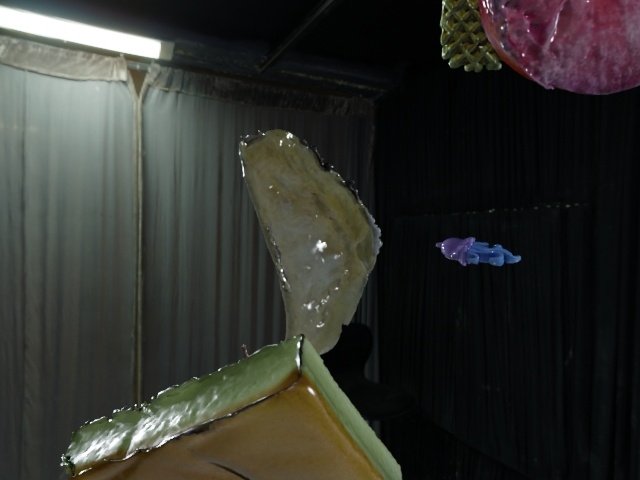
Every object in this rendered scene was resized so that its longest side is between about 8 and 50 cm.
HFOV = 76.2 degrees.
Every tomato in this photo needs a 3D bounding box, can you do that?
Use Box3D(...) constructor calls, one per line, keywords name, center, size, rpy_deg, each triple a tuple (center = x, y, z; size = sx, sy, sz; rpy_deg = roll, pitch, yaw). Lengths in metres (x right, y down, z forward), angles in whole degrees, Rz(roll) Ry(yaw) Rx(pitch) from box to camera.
Box3D(name="tomato", center=(0.386, -0.376, 0.623), size=(0.336, 0.289, 0.176), rpy_deg=(5, 19, 2))

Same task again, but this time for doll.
Box3D(name="doll", center=(0.389, 0.029, 1.024), size=(0.206, 0.067, 0.110), rpy_deg=(13, 28, 37))

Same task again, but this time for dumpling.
Box3D(name="dumpling", center=(-0.004, 0.000, 0.591), size=(0.166, 0.331, 0.086), rpy_deg=(-13, 14, -9))

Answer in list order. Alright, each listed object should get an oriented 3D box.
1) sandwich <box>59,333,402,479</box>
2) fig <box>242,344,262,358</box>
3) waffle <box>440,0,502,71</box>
Box3D(name="sandwich", center=(-0.066, 0.212, 0.351), size=(0.245, 0.212, 0.063), rpy_deg=(-26, 22, 17))
Box3D(name="fig", center=(-0.179, 0.401, 1.316), size=(0.129, 0.128, 0.150), rpy_deg=(1, -37, 27))
Box3D(name="waffle", center=(0.330, -0.435, 0.822), size=(0.170, 0.183, 0.036), rpy_deg=(6, 40, 19))
